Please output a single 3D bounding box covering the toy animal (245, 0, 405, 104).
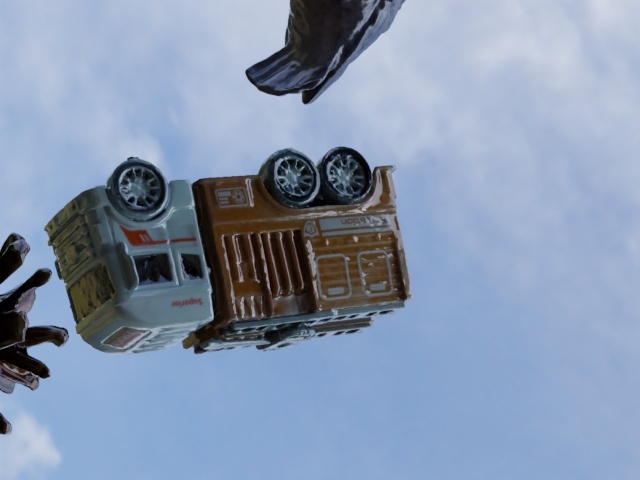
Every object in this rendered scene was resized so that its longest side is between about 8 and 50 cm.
[{"bbox_3d":[0.019,-0.273,1.795,0.122,0.185,0.298,11,-102,24],"label":"toy animal"}]

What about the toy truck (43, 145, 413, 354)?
[{"bbox_3d":[-0.076,0.019,1.517,0.136,0.305,0.162,-35,-115,56],"label":"toy truck"}]

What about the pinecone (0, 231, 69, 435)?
[{"bbox_3d":[-0.310,0.061,1.221,0.264,0.264,0.264,30,-47,39],"label":"pinecone"}]
